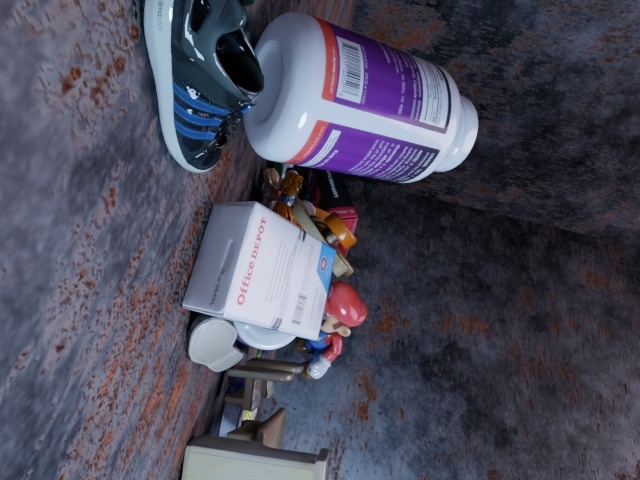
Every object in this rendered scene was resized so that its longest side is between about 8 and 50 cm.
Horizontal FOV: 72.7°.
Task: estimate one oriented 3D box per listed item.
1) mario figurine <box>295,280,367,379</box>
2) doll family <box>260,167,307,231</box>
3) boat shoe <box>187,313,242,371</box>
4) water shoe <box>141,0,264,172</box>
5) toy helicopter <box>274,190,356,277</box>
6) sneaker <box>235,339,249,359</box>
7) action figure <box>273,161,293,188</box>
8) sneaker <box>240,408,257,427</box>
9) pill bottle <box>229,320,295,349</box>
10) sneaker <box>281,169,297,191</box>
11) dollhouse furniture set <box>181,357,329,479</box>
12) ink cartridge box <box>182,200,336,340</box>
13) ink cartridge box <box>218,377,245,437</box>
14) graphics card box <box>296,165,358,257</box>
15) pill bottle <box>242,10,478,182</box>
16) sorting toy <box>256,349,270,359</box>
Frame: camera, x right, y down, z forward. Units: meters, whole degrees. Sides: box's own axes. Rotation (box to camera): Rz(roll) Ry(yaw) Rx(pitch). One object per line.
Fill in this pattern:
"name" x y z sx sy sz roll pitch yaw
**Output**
"mario figurine" -0.010 0.223 1.133 0.170 0.198 0.320 -27 150 -43
"doll family" -0.080 -0.041 0.828 0.263 0.118 0.163 -78 -177 -52
"boat shoe" -0.171 0.149 0.681 0.065 0.075 0.206 56 -17 25
"water shoe" -0.089 -0.121 0.368 0.203 0.080 0.073 102 3 -62
"toy helicopter" 0.000 0.000 1.073 0.140 0.235 0.355 -37 151 2
"sneaker" -0.175 0.207 0.979 0.170 0.051 0.089 140 -36 -84
"action figure" -0.065 -0.212 0.900 0.232 0.063 0.137 110 -17 -60
"sneaker" -0.255 0.606 1.357 0.094 0.081 0.208 -41 139 -76
"pill bottle" -0.113 0.137 0.812 0.221 0.124 0.124 143 -38 -70
"sneaker" -0.080 -0.175 1.220 0.118 0.042 0.067 117 -7 -59
"dollhouse furniture set" -0.097 0.476 0.943 0.394 0.256 0.362 44 51 -79
"ink cartridge box" -0.075 0.049 0.620 0.203 0.086 0.148 32 67 -50
"ink cartridge box" -0.237 0.475 1.175 0.097 0.046 0.207 -76 179 -73
"graphics card box" 0.005 -0.129 1.330 0.233 0.094 0.371 102 -21 -52
"pill bottle" 0.067 -0.182 0.617 0.181 0.323 0.181 -11 -103 57
"sorting toy" -0.224 0.457 1.704 0.102 0.042 0.061 102 2 -49
